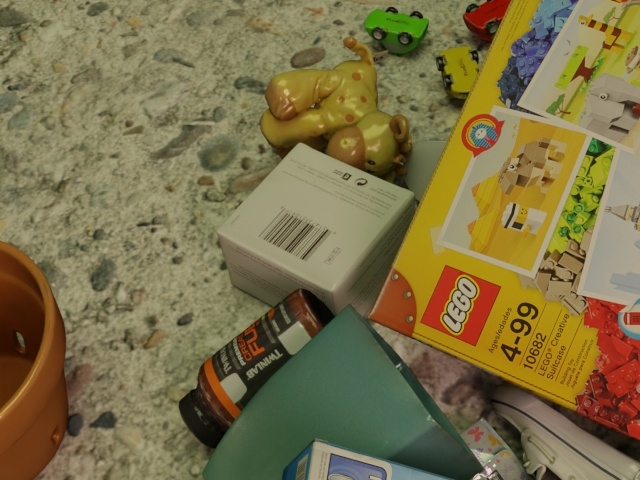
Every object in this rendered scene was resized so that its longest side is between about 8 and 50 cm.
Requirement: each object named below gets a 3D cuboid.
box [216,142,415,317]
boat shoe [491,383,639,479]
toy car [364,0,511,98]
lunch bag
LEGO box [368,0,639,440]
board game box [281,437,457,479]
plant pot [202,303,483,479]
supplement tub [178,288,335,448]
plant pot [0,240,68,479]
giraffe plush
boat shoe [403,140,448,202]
[{"bbox_3d":[0.000,0.000,1.201,0.181,0.119,0.182,26,59,25],"label":"box"},{"bbox_3d":[0.241,0.220,0.980,0.075,0.083,0.226,-56,29,-4],"label":"boat shoe"},{"bbox_3d":[0.177,-0.308,1.462,0.225,0.053,0.239,16,55,19],"label":"toy car"},{"bbox_3d":[0.175,0.246,1.029,0.071,0.053,0.083,-32,58,-10],"label":"lunch bag"},{"bbox_3d":[0.337,-0.061,1.005,0.373,0.193,0.500,22,86,31],"label":"LEGO box"},{"bbox_3d":[0.097,0.356,0.781,0.302,0.086,0.308,19,55,-12],"label":"board game box"},{"bbox_3d":[0.011,0.225,0.986,0.234,0.165,0.165,-39,51,2],"label":"plant pot"},{"bbox_3d":[-0.065,0.151,1.077,0.198,0.106,0.106,-39,54,7],"label":"supplement tub"},{"bbox_3d":[-0.412,0.168,1.070,0.291,0.203,0.290,-4,51,4],"label":"plant pot"},{"bbox_3d":[0.043,-0.147,1.286,0.210,0.181,0.170,-33,63,3],"label":"giraffe plush"},{"bbox_3d":[0.253,-0.068,1.241,0.301,0.108,0.102,16,23,33],"label":"boat shoe"}]
